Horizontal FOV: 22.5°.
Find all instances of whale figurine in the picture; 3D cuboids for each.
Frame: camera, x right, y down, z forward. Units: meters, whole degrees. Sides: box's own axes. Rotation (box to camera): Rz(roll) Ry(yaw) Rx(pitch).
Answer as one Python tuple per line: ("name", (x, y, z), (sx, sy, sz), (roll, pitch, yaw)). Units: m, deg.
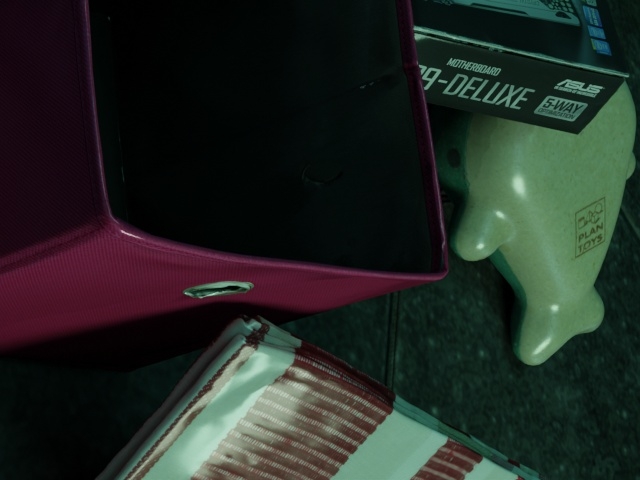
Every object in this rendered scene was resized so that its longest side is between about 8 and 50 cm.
("whale figurine", (0.170, -0.038, 1.337), (0.216, 0.141, 0.272), (-29, 121, -35))

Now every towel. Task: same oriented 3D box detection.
("towel", (-0.007, 0.191, 0.964), (0.329, 0.237, 0.037), (32, 13, -38))

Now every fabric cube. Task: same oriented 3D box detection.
("fabric cube", (-0.119, -0.078, 0.883), (0.254, 0.258, 0.259), (10, 68, -49))

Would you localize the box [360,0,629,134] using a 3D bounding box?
("box", (0.084, -0.239, 1.216), (0.242, 0.076, 0.307), (10, 52, -22))
